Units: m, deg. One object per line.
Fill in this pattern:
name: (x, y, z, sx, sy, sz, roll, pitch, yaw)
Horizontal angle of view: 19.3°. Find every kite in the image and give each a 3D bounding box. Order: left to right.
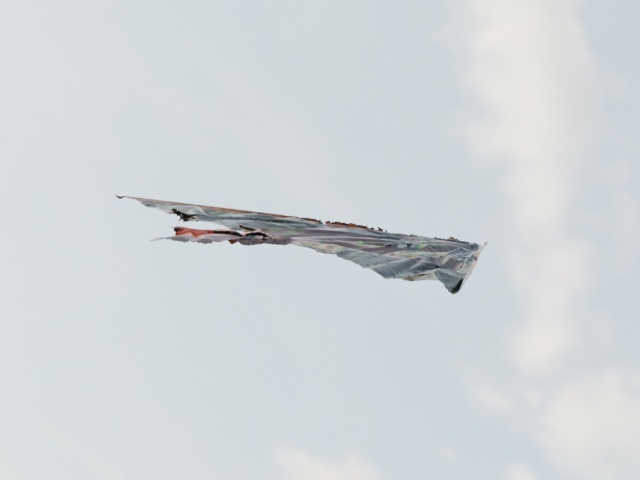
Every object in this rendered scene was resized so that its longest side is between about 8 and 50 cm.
kite: (0.000, 0.001, 0.857, 0.232, 0.189, 0.009, 14, -80, 51)
